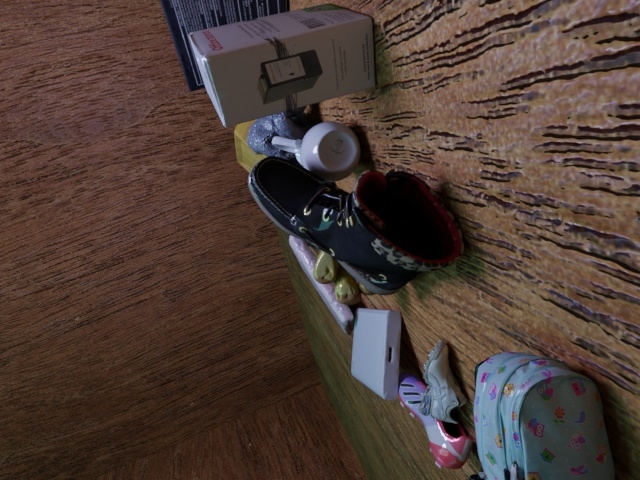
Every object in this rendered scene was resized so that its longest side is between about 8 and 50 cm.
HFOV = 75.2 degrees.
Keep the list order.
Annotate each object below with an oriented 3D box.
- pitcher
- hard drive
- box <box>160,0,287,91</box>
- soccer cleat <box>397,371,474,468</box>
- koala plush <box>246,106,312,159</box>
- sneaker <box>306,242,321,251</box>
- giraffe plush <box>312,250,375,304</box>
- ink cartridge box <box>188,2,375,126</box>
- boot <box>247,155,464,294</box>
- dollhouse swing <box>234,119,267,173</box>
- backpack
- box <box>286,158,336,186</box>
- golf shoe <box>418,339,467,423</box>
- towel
[{"bbox_3d":[-0.013,-0.198,0.910,0.207,0.178,0.125,-144,65,-74],"label":"pitcher"},{"bbox_3d":[0.142,0.286,1.112,0.307,0.040,0.203,140,135,-77],"label":"hard drive"},{"bbox_3d":[-0.246,-0.585,1.074,0.296,0.294,0.182,94,157,-63],"label":"box"},{"bbox_3d":[0.242,0.364,0.894,0.248,0.083,0.095,-116,45,-60],"label":"soccer cleat"},{"bbox_3d":[-0.092,-0.340,1.072,0.196,0.203,0.221,-123,30,-49],"label":"koala plush"},{"bbox_3d":[0.000,0.000,1.372,0.235,0.095,0.090,-129,24,-56],"label":"sneaker"},{"bbox_3d":[0.070,0.026,0.968,0.210,0.181,0.170,60,-170,2],"label":"giraffe plush"},{"bbox_3d":[-0.070,-0.316,0.726,0.198,0.273,0.114,-122,17,-49],"label":"ink cartridge box"},{"bbox_3d":[0.043,-0.052,0.716,0.377,0.138,0.284,42,164,-1],"label":"boot"},{"bbox_3d":[-0.153,-0.366,1.595,0.347,0.305,0.315,140,152,-78],"label":"dollhouse swing"},{"bbox_3d":[0.247,0.219,0.471,0.115,0.152,0.182,164,99,-73],"label":"backpack"},{"bbox_3d":[-0.032,-0.155,1.246,0.184,0.103,0.261,99,150,-61],"label":"box"},{"bbox_3d":[0.241,0.271,0.792,0.086,0.069,0.176,16,122,35],"label":"golf shoe"},{"bbox_3d":[0.014,0.158,1.412,0.332,0.053,0.317,54,174,21],"label":"towel"}]
